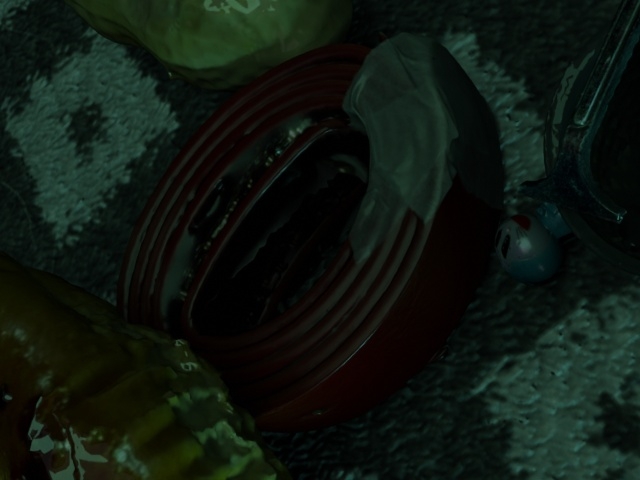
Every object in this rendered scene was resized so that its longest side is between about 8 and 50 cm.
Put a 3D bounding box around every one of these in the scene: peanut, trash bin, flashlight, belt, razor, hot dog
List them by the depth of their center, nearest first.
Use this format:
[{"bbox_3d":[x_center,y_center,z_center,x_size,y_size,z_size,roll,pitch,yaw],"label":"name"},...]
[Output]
[{"bbox_3d":[0.170,-0.107,0.690,0.066,0.033,0.190,21,86,34],"label":"razor"},{"bbox_3d":[0.245,-0.045,0.741,0.175,0.161,0.175,-10,72,31],"label":"trash bin"},{"bbox_3d":[0.174,-0.023,0.849,0.129,0.051,0.051,-42,59,6],"label":"flashlight"},{"bbox_3d":[-0.179,0.189,0.854,0.365,0.367,0.196,21,44,26],"label":"hot dog"},{"bbox_3d":[0.000,0.000,0.904,0.324,0.115,0.227,-47,60,13],"label":"belt"},{"bbox_3d":[-0.103,-0.206,1.002,0.313,0.149,0.149,32,94,40],"label":"peanut"}]
